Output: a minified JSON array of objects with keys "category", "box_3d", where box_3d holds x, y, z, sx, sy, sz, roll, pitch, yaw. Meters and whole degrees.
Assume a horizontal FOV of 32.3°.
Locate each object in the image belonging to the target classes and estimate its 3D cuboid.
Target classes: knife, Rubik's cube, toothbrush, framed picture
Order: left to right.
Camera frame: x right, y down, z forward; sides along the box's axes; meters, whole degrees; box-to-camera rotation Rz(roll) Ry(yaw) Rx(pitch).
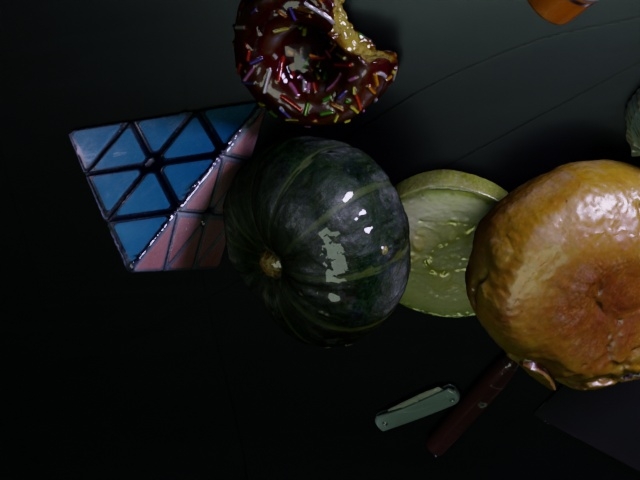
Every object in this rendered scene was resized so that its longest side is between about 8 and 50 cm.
[{"category":"Rubik's cube","box_3d":[-0.216,-0.069,1.603,0.229,0.228,0.233,-4,177,-29]},{"category":"knife","box_3d":[0.159,0.276,1.837,0.162,0.023,0.044,-26,118,27]},{"category":"toothbrush","box_3d":[0.273,0.232,1.770,0.041,0.041,0.364,28,126,-8]},{"category":"framed picture","box_3d":[0.552,0.279,1.756,0.338,0.014,0.255,28,127,-7]}]

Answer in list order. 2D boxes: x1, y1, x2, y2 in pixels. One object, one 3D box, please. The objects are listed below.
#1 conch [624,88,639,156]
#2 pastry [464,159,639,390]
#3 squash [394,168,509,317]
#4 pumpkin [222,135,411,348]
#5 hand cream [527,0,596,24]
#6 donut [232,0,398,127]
[{"category":"conch","box_3d":[0.472,-0.151,1.417,0.153,0.102,0.135,-12,100,13]},{"category":"pastry","box_3d":[0.371,0.053,1.519,0.356,0.164,0.356,-2,121,-3]},{"category":"squash","box_3d":[0.192,0.015,1.627,0.252,0.049,0.252,6,126,8]},{"category":"pumpkin","box_3d":[0.000,0.000,1.541,0.300,0.207,0.300,25,128,37]},{"category":"hand cream","box_3d":[0.364,-0.367,1.250,0.314,0.139,0.089,-42,66,51]},{"category":"donut","box_3d":[-0.018,-0.251,1.457,0.216,0.096,0.230,-10,123,19]}]
